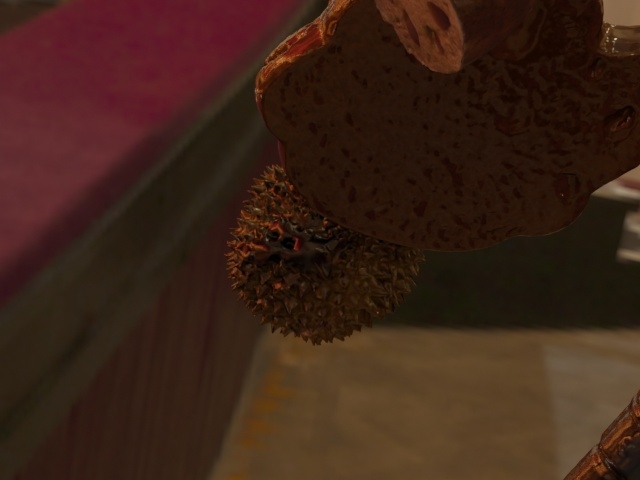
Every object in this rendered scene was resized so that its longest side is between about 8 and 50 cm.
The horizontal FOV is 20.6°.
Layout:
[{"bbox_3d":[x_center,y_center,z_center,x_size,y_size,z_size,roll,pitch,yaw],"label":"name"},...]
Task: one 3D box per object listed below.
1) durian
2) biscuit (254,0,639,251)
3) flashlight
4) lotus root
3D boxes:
[{"bbox_3d":[0.000,0.000,1.756,0.193,0.237,0.138,17,23,21],"label":"durian"},{"bbox_3d":[0.136,-0.141,1.588,0.359,0.381,0.074,17,36,-17],"label":"biscuit"},{"bbox_3d":[0.318,0.246,1.846,0.103,0.424,0.103,31,24,-15],"label":"flashlight"},{"bbox_3d":[0.085,-0.170,1.141,0.081,0.112,0.122,-27,9,-16],"label":"lotus root"}]
